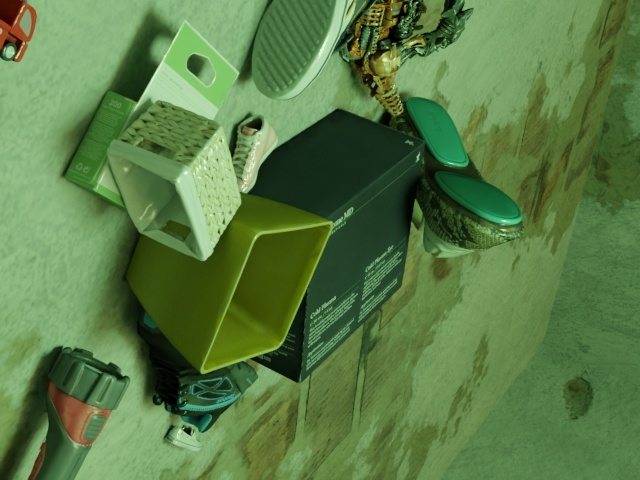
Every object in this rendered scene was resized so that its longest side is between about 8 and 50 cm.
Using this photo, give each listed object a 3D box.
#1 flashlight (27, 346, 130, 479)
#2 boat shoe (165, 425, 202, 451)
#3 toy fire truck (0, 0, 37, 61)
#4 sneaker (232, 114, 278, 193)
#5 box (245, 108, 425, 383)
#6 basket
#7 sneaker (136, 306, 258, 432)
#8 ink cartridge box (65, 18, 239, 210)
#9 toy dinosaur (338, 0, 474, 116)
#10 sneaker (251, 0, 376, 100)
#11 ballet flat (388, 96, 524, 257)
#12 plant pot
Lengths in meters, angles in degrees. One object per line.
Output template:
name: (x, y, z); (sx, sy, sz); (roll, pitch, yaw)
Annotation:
flashlight: (-0.366, 0.294, 1.409); (0.304, 0.103, 0.103); (-61, -170, 1)
boat shoe: (-0.225, 0.331, 1.799); (0.035, 0.035, 0.100); (-60, 149, -5)
toy fire truck: (-0.328, -0.262, 1.009); (0.135, 0.047, 0.192); (-65, 157, -3)
sneaker: (-0.113, -0.129, 1.572); (0.134, 0.051, 0.070); (-59, 154, -22)
box: (0.000, 0.000, 1.763); (0.343, 0.179, 0.312); (-38, 145, -46)
basket: (-0.171, -0.075, 1.294); (0.103, 0.113, 0.167); (-55, 155, -27)
sneaker: (-0.198, 0.202, 1.621); (0.139, 0.125, 0.341); (-54, 152, -12)
ink cartridge box: (-0.209, -0.150, 1.348); (0.235, 0.056, 0.171); (-65, 156, -5)
toy dinosaur: (0.110, -0.344, 1.762); (0.218, 0.164, 0.322); (-37, 165, -21)
sneaker: (0.011, -0.343, 1.527); (0.127, 0.126, 0.321); (16, 96, -60)
ballet flat: (0.220, -0.080, 1.888); (0.164, 0.483, 0.182); (10, 119, -22)
plant pot: (-0.142, 0.032, 1.479); (0.212, 0.187, 0.212); (-11, 127, -61)
